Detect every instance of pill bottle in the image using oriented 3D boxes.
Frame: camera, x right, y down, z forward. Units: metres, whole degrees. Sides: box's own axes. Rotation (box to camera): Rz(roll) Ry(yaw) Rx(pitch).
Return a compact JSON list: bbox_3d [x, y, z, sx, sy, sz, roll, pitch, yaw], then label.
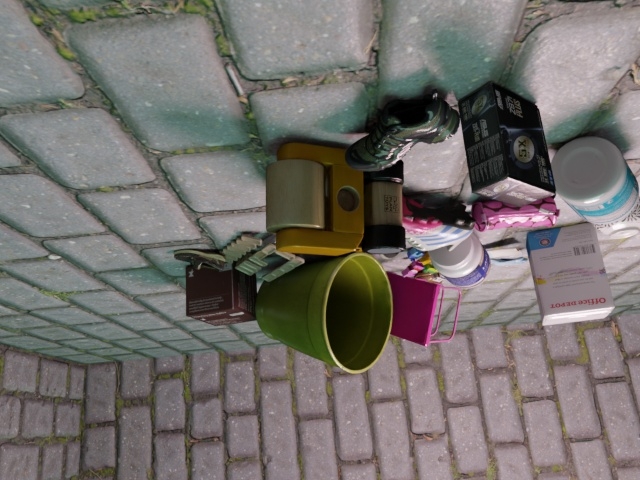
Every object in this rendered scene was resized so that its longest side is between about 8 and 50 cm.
[{"bbox_3d":[0.615,-0.121,1.256,0.146,0.146,0.264,-18,158,33],"label":"pill bottle"},{"bbox_3d":[0.410,0.047,1.682,0.153,0.153,0.264,-13,160,22],"label":"pill bottle"}]

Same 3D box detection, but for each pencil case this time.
[{"bbox_3d":[0.504,-0.069,1.468,0.209,0.095,0.098,-6,-164,-1],"label":"pencil case"}]

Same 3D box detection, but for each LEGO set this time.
[{"bbox_3d":[0.328,0.087,1.873,0.093,0.087,0.227,-36,147,30],"label":"LEGO set"}]

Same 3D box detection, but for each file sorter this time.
[{"bbox_3d":[0.313,0.226,1.966,0.290,0.202,0.182,12,-177,45],"label":"file sorter"}]

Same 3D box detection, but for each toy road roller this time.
[{"bbox_3d":[0.015,-0.063,1.207,0.329,0.203,0.240,5,169,-28],"label":"toy road roller"}]

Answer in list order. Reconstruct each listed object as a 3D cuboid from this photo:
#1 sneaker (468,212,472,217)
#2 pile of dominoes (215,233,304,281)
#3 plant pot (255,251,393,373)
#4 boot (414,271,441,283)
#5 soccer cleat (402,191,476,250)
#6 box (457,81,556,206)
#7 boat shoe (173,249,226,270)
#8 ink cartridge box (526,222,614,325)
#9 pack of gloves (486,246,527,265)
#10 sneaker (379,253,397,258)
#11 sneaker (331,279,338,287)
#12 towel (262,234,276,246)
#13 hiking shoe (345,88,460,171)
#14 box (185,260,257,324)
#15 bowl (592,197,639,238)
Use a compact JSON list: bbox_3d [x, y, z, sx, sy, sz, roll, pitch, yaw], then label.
[{"bbox_3d":[0.424,-0.061,1.559,0.083,0.031,0.035,-11,161,17],"label":"sneaker"},{"bbox_3d":[-0.183,0.041,1.671,0.196,0.040,0.251,28,149,-21],"label":"pile of dominoes"},{"bbox_3d":[-0.012,0.221,1.834,0.353,0.367,0.366,-1,167,39],"label":"plant pot"},{"bbox_3d":[0.421,0.188,2.161,0.112,0.115,0.305,-7,160,10],"label":"boot"},{"bbox_3d":[0.244,-0.029,1.427,0.331,0.116,0.143,7,132,-30],"label":"soccer cleat"},{"bbox_3d":[0.329,-0.165,1.002,0.147,0.180,0.077,11,157,-36],"label":"box"},{"bbox_3d":[-0.358,0.060,1.672,0.152,0.049,0.056,6,159,-7],"label":"boat shoe"},{"bbox_3d":[0.776,0.112,1.783,0.198,0.270,0.197,-10,161,16],"label":"ink cartridge box"},{"bbox_3d":[0.575,0.076,1.925,0.232,0.046,0.195,-6,161,33],"label":"pack of gloves"},{"bbox_3d":[0.212,-0.009,1.578,0.118,0.083,0.222,-13,158,21],"label":"sneaker"},{"bbox_3d":[0.034,0.138,2.004,0.211,0.080,0.081,-11,137,17],"label":"sneaker"},{"bbox_3d":[0.000,0.000,1.630,0.285,0.034,0.209,9,158,-35],"label":"towel"},{"bbox_3d":[0.128,-0.205,1.021,0.226,0.086,0.114,-23,141,29],"label":"hiking shoe"},{"bbox_3d":[-0.318,0.174,1.847,0.168,0.167,0.203,-10,160,15],"label":"box"},{"bbox_3d":[0.858,-0.053,1.616,0.170,0.080,0.170,-5,162,-2],"label":"bowl"}]
